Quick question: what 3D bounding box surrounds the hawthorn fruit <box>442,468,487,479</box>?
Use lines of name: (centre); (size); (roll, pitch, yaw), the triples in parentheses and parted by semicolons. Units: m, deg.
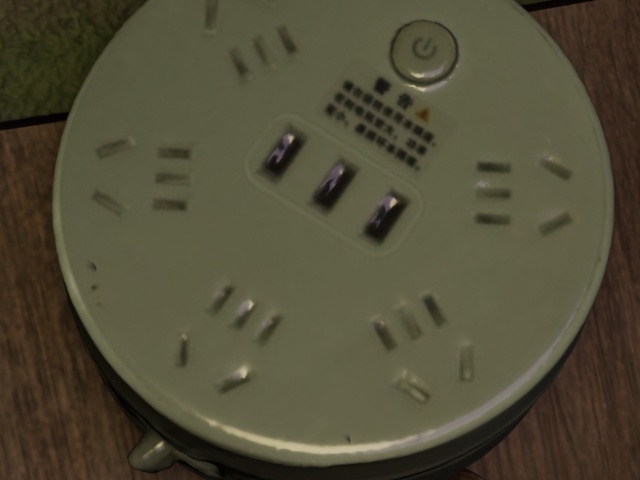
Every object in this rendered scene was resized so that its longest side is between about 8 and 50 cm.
hawthorn fruit: (0.073, 0.237, 1.123); (0.173, 0.173, 0.173); (1, 86, -21)

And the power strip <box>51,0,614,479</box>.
power strip: (0.000, 0.000, 1.049); (0.357, 0.161, 0.357); (0, 72, -1)
